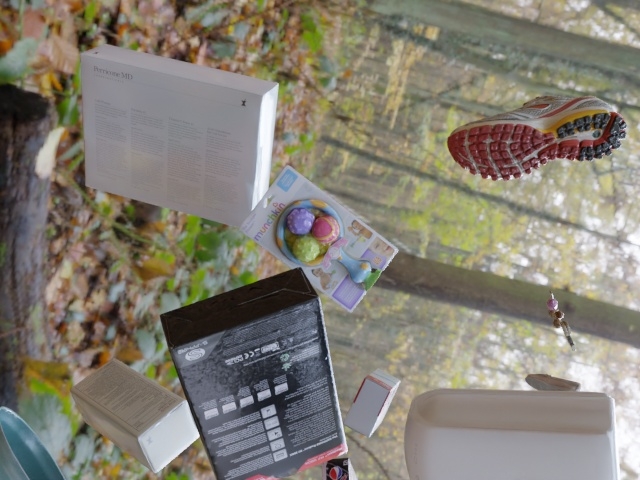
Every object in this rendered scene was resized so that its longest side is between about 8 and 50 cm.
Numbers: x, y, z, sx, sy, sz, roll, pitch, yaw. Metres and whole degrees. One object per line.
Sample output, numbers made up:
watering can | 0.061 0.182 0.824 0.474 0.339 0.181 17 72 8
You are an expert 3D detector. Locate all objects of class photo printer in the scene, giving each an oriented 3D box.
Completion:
photo printer | 0.279 0.338 1.080 0.107 0.308 0.256 -57 139 -55

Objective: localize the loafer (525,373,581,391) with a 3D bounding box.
loafer | 0.524 0.323 1.639 0.039 0.125 0.045 -48 130 -27

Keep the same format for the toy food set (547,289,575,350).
toy food set | 0.463 0.153 1.421 0.122 0.019 0.078 -92 161 -61

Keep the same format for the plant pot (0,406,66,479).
plant pot | -0.676 0.525 1.526 0.196 0.293 0.293 -33 169 -15

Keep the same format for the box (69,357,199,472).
box | -0.452 0.415 1.763 0.148 0.311 0.121 -35 127 -34

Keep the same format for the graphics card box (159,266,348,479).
graphics card box | -0.095 0.239 1.170 0.094 0.233 0.370 -122 -163 -51

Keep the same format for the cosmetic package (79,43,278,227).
cosmetic package | -0.283 -0.205 1.442 0.097 0.377 0.284 -58 160 -55

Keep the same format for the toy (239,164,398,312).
toy | 0.000 0.000 1.204 0.137 0.237 0.056 -53 -172 0

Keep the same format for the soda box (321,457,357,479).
soda box | 0.040 0.474 1.427 0.169 0.053 0.060 75 11 -58

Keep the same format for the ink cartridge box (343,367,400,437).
ink cartridge box | 0.129 0.393 1.783 0.127 0.072 0.175 -66 166 4

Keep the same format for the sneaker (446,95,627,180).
sneaker | 0.284 -0.143 0.982 0.092 0.225 0.088 -90 172 -54
